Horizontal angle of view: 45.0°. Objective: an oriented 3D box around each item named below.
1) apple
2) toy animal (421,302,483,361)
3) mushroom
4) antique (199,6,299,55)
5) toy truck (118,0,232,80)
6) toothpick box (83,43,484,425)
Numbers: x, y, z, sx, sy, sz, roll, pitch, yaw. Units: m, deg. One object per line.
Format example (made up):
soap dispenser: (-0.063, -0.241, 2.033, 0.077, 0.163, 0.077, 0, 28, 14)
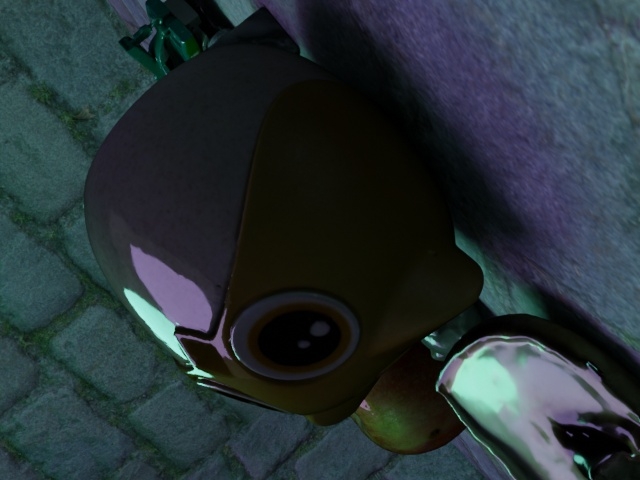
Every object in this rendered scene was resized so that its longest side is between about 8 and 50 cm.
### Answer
apple: (0.156, 0.248, 1.527, 0.348, 0.277, 0.348, 50, 171, 11)
toy animal: (0.229, 0.168, 1.317, 0.138, 0.108, 0.236, 46, 172, 37)
mushroom: (0.314, 0.205, 0.935, 0.292, 0.211, 0.217, 60, 137, 42)
antique: (-0.128, -0.245, 1.142, 0.088, 0.183, 0.086, 50, 173, 4)
toy truck: (-0.247, -0.339, 1.511, 0.176, 0.178, 0.363, 48, 176, 21)
toothpick box: (-0.048, 0.005, 0.963, 0.425, 0.409, 0.409, 44, 173, 7)
